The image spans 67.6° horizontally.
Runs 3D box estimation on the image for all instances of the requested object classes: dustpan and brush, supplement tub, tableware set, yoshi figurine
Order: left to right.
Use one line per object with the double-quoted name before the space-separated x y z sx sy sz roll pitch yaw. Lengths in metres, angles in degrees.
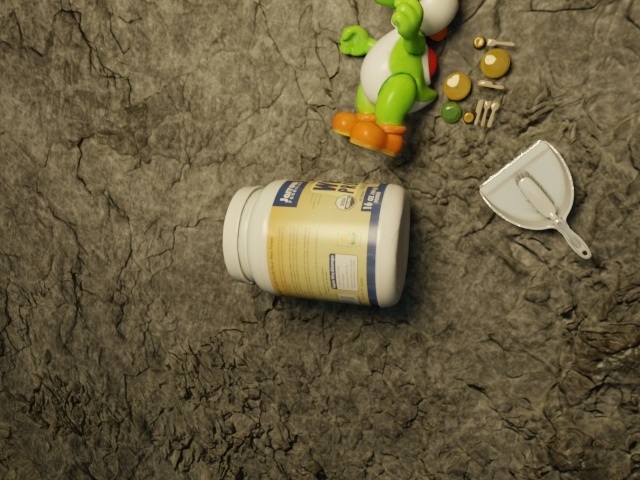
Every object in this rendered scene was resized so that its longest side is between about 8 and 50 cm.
"supplement tub" 0.000 0.000 0.907 0.316 0.228 0.228 4 106 15
"yoshi figurine" 0.110 -0.342 0.802 0.204 0.203 0.362 26 108 16
"tableware set" 0.276 -0.284 0.856 0.104 0.024 0.154 15 110 16
"dustpan and brush" 0.407 -0.055 0.856 0.147 0.060 0.211 -41 90 22
